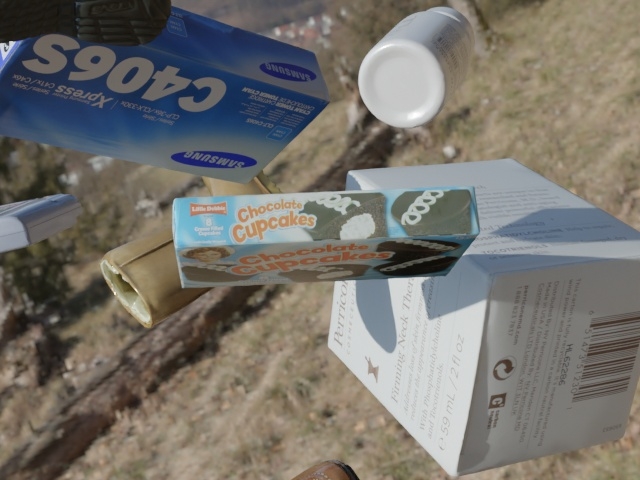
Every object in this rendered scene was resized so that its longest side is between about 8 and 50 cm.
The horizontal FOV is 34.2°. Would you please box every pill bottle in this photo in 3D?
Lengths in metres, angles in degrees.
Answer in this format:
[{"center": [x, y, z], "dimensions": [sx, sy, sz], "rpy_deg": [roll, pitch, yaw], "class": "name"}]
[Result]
[{"center": [0.151, -0.263, 1.527], "dimensions": [0.131, 0.131, 0.229], "rpy_deg": [-10, 22, 28], "class": "pill bottle"}]

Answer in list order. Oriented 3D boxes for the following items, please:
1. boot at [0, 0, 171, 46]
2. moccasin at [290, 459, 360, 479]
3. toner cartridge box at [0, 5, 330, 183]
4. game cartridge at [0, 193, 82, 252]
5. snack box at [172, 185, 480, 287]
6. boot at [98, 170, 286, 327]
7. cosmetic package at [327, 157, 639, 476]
[{"center": [-0.251, -0.233, 0.858], "dimensions": [0.246, 0.083, 0.161], "rpy_deg": [3, 37, -28], "class": "boot"}, {"center": [-0.072, 0.381, 1.263], "dimensions": [0.147, 0.139, 0.380], "rpy_deg": [-11, -20, -45], "class": "moccasin"}, {"center": [-0.173, -0.157, 1.061], "dimensions": [0.347, 0.075, 0.165], "rpy_deg": [9, -37, -41], "class": "toner cartridge box"}, {"center": [-0.518, -0.006, 1.507], "dimensions": [0.294, 0.060, 0.196], "rpy_deg": [-10, 14, 16], "class": "game cartridge"}, {"center": [0.000, 0.000, 1.166], "dimensions": [0.321, 0.060, 0.187], "rpy_deg": [-3, -16, -5], "class": "snack box"}, {"center": [-0.185, -0.019, 1.436], "dimensions": [0.269, 0.089, 0.236], "rpy_deg": [-29, 47, -28], "class": "boot"}, {"center": [0.253, 0.096, 1.596], "dimensions": [0.327, 0.330, 0.393], "rpy_deg": [-6, 26, -26], "class": "cosmetic package"}]
